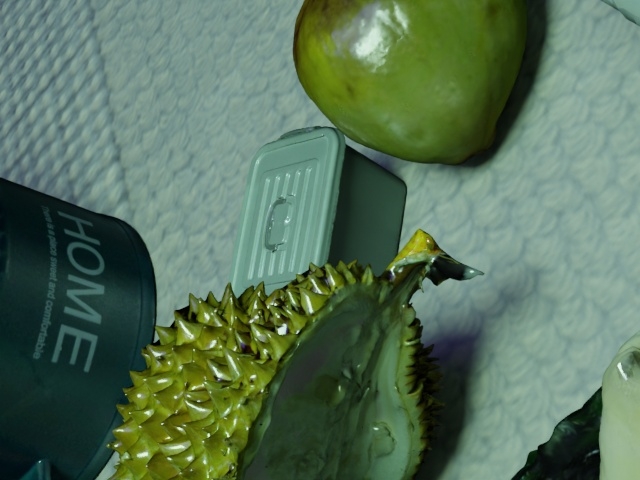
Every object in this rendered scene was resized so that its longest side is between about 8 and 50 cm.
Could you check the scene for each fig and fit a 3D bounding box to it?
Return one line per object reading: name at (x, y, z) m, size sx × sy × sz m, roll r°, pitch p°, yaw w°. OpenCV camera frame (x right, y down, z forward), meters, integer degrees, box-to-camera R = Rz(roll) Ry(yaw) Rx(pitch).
fig at (0.048, -0.119, 0.788) m, size 0.136 × 0.121 × 0.153 m, roll -21°, pitch 54°, yaw 48°

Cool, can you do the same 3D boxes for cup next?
cup at (-0.310, 0.078, 0.977) m, size 0.242 × 0.292 × 0.308 m, roll -11°, pitch 62°, yaw 47°

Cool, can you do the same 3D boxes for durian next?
durian at (-0.027, 0.082, 0.711) m, size 0.138 × 0.193 × 0.237 m, roll 37°, pitch 100°, yaw 35°

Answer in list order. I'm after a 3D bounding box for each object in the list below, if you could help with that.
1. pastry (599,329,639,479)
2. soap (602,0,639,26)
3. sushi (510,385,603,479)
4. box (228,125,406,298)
pastry at (0.159, 0.073, 0.395) m, size 0.166 × 0.088 × 0.166 m, roll 5°, pitch 103°, yaw 22°
soap at (0.272, -0.161, 0.467) m, size 0.350 × 0.213 × 0.435 m, roll -53°, pitch 39°, yaw 12°
sushi at (0.156, 0.111, 0.536) m, size 0.225 × 0.124 × 0.127 m, roll -41°, pitch 44°, yaw 30°
box at (0.000, 0.000, 0.828) m, size 0.084 × 0.069 × 0.122 m, roll -11°, pitch 63°, yaw 49°
